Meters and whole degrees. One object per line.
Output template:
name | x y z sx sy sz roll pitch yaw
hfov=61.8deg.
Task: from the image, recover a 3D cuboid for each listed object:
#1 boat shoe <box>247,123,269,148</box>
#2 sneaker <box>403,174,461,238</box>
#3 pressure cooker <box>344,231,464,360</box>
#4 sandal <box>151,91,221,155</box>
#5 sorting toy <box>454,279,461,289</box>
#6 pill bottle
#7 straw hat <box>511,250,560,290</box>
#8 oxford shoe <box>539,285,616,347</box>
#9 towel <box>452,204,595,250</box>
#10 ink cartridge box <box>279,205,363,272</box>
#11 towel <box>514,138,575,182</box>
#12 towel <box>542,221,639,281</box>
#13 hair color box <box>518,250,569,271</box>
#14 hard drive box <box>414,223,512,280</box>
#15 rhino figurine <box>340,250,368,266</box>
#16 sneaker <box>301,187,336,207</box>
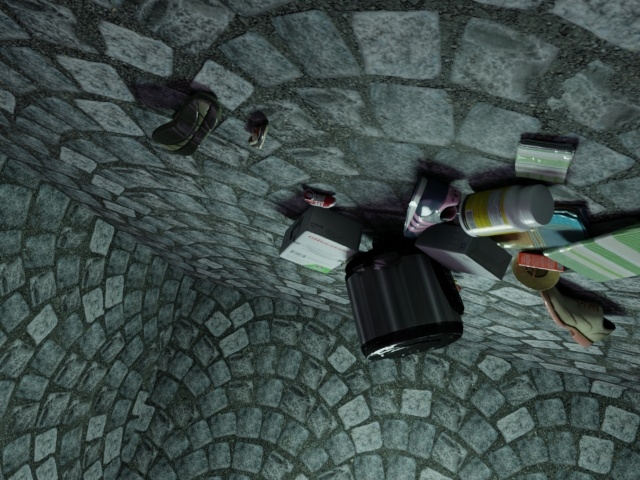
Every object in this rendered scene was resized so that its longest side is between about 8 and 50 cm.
boat shoe | -0.168 -0.284 1.446 0.043 0.049 0.137 23 167 -10
sneaker | 0.313 -0.070 1.519 0.131 0.112 0.319 18 165 10
pressure cooker | 0.274 0.179 1.873 0.375 0.420 0.370 1 154 -29
sandal | -0.357 -0.322 1.470 0.120 0.086 0.302 34 142 -29
sorting toy | 0.444 0.147 2.184 0.274 0.046 0.132 5 159 37
pill bottle | 0.463 -0.075 1.340 0.119 0.119 0.208 28 161 -30
straw hat | 0.690 0.084 1.700 0.144 0.145 0.061 7 -162 30
oxford shoe | 0.927 0.245 1.938 0.146 0.140 0.397 -35 128 30
towel | 0.570 -0.028 1.520 0.370 0.040 0.271 4 158 39
ink cartridge box | 0.000 0.000 1.976 0.211 0.122 0.289 22 153 -17
towel | 0.489 -0.175 1.178 0.113 0.023 0.152 14 165 21
towel | 0.799 0.030 1.391 0.247 0.038 0.325 22 155 -23
hair color box | 0.674 0.057 1.596 0.072 0.043 0.141 -12 -165 -39
hard drive box | 0.436 0.031 1.651 0.181 0.089 0.232 33 170 -28
rhino figurine | 0.149 0.084 2.241 0.243 0.073 0.106 8 158 34
sneaker | -0.009 -0.139 1.746 0.118 0.042 0.067 6 163 40
